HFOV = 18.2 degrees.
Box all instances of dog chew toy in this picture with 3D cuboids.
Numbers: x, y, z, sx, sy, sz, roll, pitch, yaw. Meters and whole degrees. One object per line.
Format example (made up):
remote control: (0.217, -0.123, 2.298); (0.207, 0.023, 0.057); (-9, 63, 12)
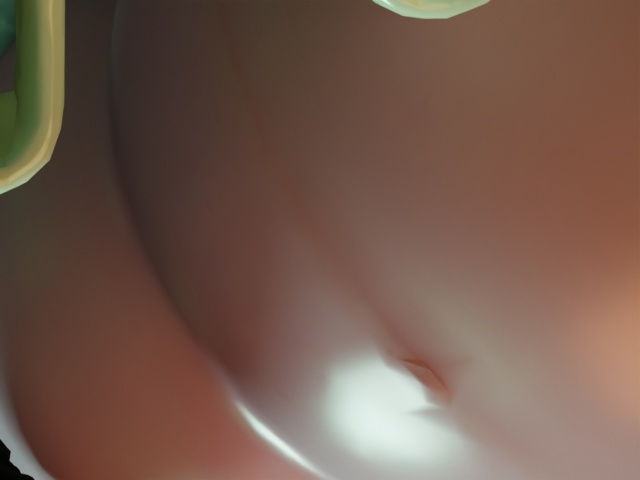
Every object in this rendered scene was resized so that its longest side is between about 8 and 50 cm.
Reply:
dog chew toy: (0.000, 0.000, 0.512); (0.206, 0.207, 0.332); (-4, 159, -47)

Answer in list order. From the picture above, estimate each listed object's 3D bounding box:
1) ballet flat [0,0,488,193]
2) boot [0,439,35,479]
ballet flat: (-0.042, -0.083, 0.319); (0.409, 0.147, 0.147); (-20, 158, -8)
boot: (-0.192, 0.083, 0.448); (0.207, 0.246, 0.094); (-39, -162, 23)
